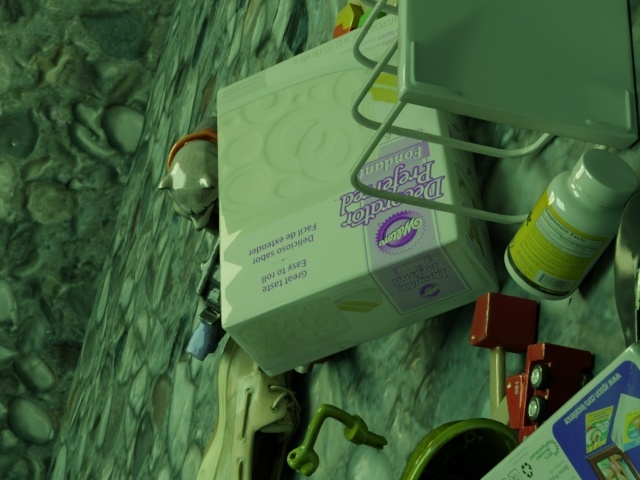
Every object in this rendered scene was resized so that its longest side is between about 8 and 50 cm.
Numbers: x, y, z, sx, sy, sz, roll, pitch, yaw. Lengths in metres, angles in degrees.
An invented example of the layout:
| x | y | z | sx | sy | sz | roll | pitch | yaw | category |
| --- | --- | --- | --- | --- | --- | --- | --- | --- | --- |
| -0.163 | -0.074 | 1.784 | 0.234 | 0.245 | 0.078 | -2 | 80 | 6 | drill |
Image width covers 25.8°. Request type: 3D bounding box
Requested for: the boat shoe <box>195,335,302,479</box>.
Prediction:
| x | y | z | sx | sy | sz | roll | pitch | yaw | category |
| --- | --- | --- | --- | --- | --- | --- | --- | --- | --- |
| -0.067 | 0.209 | 1.684 | 0.098 | 0.109 | 0.302 | 7 | 76 | 36 | boat shoe |

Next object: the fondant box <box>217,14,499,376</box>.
| x | y | z | sx | sy | sz | roll | pitch | yaw | category |
| --- | --- | --- | --- | --- | --- | --- | --- | --- | --- |
| 0.025 | -0.056 | 1.361 | 0.238 | 0.096 | 0.330 | -22 | 46 | 17 | fondant box |

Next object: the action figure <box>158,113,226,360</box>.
| x | y | z | sx | sy | sz | roll | pitch | yaw | category |
| --- | --- | --- | --- | --- | --- | --- | --- | --- | --- |
| -0.121 | -0.037 | 1.710 | 0.341 | 0.178 | 0.330 | -65 | -13 | 0 | action figure |

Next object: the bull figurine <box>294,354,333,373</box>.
| x | y | z | sx | sy | sz | roll | pitch | yaw | category |
| --- | --- | --- | --- | --- | --- | --- | --- | --- | --- |
| 0.000 | 0.000 | 1.553 | 0.188 | 0.101 | 0.310 | -19 | -62 | -72 | bull figurine |

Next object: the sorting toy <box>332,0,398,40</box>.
| x | y | z | sx | sy | sz | roll | pitch | yaw | category |
| --- | --- | --- | --- | --- | --- | --- | --- | --- | --- |
| 0.041 | -0.215 | 1.715 | 0.208 | 0.038 | 0.193 | -144 | 67 | -71 | sorting toy |

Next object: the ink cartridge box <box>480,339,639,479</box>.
| x | y | z | sx | sy | sz | roll | pitch | yaw | category |
| --- | --- | --- | --- | --- | --- | --- | --- | --- | --- |
| 0.209 | 0.192 | 0.870 | 0.208 | 0.045 | 0.206 | 59 | 144 | 19 | ink cartridge box |

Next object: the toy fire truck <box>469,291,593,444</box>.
| x | y | z | sx | sy | sz | roll | pitch | yaw | category |
| --- | --- | --- | --- | --- | --- | --- | --- | --- | --- |
| 0.161 | 0.133 | 1.110 | 0.135 | 0.047 | 0.192 | 155 | 125 | -68 | toy fire truck |

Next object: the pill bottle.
| x | y | z | sx | sy | sz | roll | pitch | yaw | category |
| --- | --- | --- | --- | --- | --- | --- | --- | --- | --- |
| 0.195 | -0.013 | 1.079 | 0.065 | 0.065 | 0.116 | -96 | 26 | -44 | pill bottle |

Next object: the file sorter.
| x | y | z | sx | sy | sz | roll | pitch | yaw | category |
| --- | --- | --- | --- | --- | --- | --- | --- | --- | --- |
| 0.132 | -0.180 | 1.184 | 0.173 | 0.193 | 0.277 | 127 | 150 | -58 | file sorter |

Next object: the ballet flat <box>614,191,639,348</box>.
| x | y | z | sx | sy | sz | roll | pitch | yaw | category |
| --- | --- | --- | --- | --- | --- | --- | --- | --- | --- |
| 0.231 | 0.062 | 0.912 | 0.074 | 0.074 | 0.203 | 159 | 116 | -69 | ballet flat |

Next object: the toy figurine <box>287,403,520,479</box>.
| x | y | z | sx | sy | sz | roll | pitch | yaw | category |
| --- | --- | --- | --- | --- | --- | --- | --- | --- | --- |
| 0.015 | 0.259 | 1.122 | 0.217 | 0.191 | 0.362 | -110 | 35 | -73 | toy figurine |
